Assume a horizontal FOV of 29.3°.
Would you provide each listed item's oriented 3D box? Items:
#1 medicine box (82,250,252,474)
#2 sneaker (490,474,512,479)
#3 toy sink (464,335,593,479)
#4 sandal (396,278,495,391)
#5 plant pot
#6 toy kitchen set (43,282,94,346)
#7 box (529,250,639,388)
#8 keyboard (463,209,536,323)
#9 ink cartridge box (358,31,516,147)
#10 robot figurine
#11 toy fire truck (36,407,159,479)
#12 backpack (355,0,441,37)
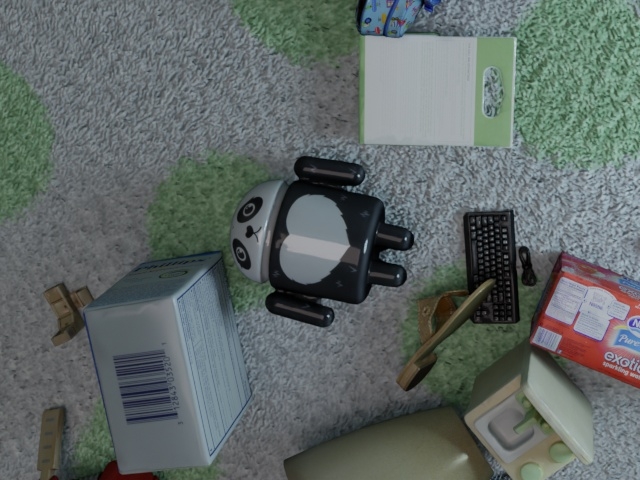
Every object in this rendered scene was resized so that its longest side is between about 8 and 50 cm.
[{"bbox_3d":[-0.228,0.182,1.903,0.149,0.289,0.263,-8,101,11],"label":"medicine box"},{"bbox_3d":[0.281,0.402,1.975,0.135,0.052,0.058,-42,88,17],"label":"sneaker"},{"bbox_3d":[0.313,0.268,1.840,0.131,0.234,0.153,-40,94,17],"label":"toy sink"},{"bbox_3d":[0.172,0.128,1.917,0.079,0.088,0.240,44,119,19],"label":"sandal"},{"bbox_3d":[0.125,0.385,1.923,0.274,0.256,0.256,-32,95,0],"label":"plant pot"},{"bbox_3d":[-0.422,0.116,2.039,0.068,0.075,0.083,-25,101,15],"label":"toy kitchen set"},{"bbox_3d":[0.455,0.130,1.835,0.257,0.122,0.128,22,107,6],"label":"box"},{"bbox_3d":[0.280,0.042,1.904,0.108,0.023,0.180,-2,104,12],"label":"keyboard"},{"bbox_3d":[0.174,-0.228,1.844,0.235,0.056,0.171,2,104,9],"label":"ink cartridge box"},{"bbox_3d":[-0.001,0.002,1.871,0.278,0.209,0.173,12,141,9],"label":"robot figurine"},{"bbox_3d":[-0.393,0.413,2.083,0.217,0.158,0.246,-20,109,16],"label":"toy fire truck"},{"bbox_3d":[0.119,-0.367,1.762,0.117,0.158,0.173,21,97,3],"label":"backpack"}]
